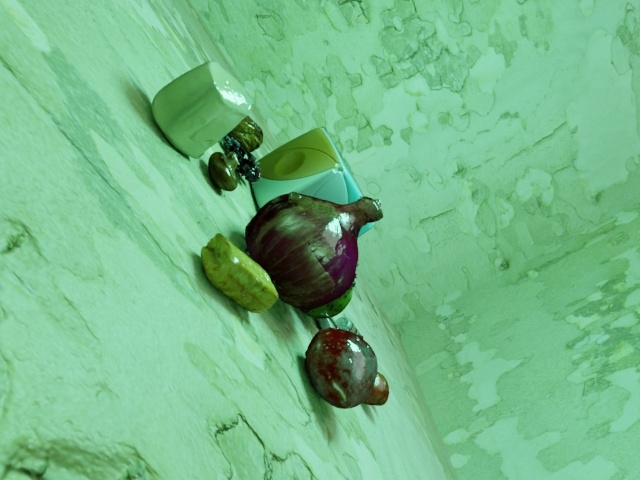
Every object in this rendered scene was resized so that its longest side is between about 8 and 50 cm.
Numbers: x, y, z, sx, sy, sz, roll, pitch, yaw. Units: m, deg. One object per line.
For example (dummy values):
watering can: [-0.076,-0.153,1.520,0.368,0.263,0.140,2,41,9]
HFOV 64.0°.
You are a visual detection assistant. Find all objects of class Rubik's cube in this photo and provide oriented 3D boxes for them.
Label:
Rubik's cube: [-0.033,-0.169,1.947,0.351,0.352,0.347,58,7,-40]

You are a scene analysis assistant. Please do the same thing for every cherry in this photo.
cherry: [0.054,0.333,1.323,0.192,0.175,0.249,45,16,-30]

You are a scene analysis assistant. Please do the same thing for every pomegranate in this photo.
pomegranate: [0.026,0.143,1.619,0.211,0.263,0.210,16,68,-44]

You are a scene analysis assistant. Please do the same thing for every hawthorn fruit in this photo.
hawthorn fruit: [0.181,0.509,1.752,0.128,0.128,0.128,59,8,-13]

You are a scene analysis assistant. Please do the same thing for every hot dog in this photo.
hot dog: [-0.324,-0.441,1.933,0.272,0.122,0.196,47,-3,39]

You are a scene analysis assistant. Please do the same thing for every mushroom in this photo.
mushroom: [-0.277,-0.197,1.459,0.126,0.085,0.109,-112,-156,-57]

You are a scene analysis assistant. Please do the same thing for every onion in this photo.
onion: [0.000,0.000,1.396,0.347,0.385,0.348,58,3,-5]

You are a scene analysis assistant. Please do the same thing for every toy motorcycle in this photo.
toy motorcycle: [-0.274,-0.286,1.805,0.213,0.082,0.122,54,-1,18]

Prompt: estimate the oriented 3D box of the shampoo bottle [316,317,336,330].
shampoo bottle: [0.021,0.281,1.741,0.227,0.056,0.086,63,3,17]

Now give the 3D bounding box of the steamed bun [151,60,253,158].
steamed bun: [-0.301,-0.346,1.297,0.170,0.226,0.200,64,10,23]

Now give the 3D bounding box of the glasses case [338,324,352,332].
glasses case: [0.141,0.439,1.842,0.299,0.060,0.114,59,-24,-17]

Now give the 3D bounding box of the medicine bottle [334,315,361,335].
medicine bottle: [0.109,0.360,1.944,0.140,0.079,0.079,57,9,-29]

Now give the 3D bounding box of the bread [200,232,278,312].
bread: [-0.175,0.077,1.101,0.211,0.083,0.114,52,6,-49]
